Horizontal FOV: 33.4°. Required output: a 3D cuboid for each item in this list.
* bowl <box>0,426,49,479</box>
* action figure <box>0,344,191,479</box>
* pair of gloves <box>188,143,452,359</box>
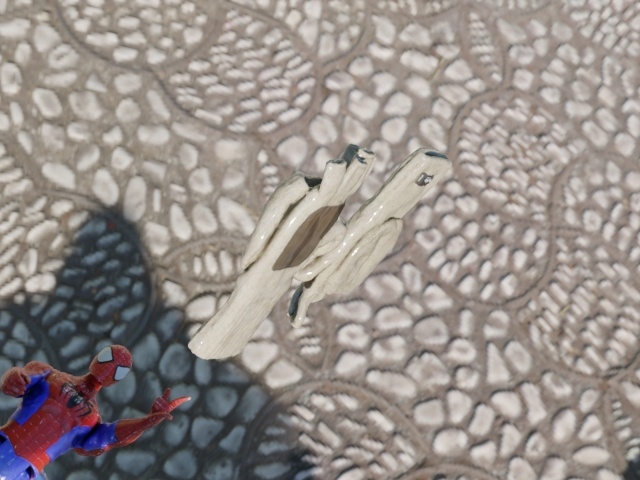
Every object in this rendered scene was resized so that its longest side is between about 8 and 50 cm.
[{"bbox_3d":[-0.518,0.354,1.280,0.391,0.391,0.077,10,31,-14],"label":"bowl"},{"bbox_3d":[-0.195,0.141,0.665,0.091,0.139,0.280,49,44,-6],"label":"action figure"},{"bbox_3d":[0.000,0.000,0.879,0.042,0.204,0.240,43,24,18],"label":"pair of gloves"}]
